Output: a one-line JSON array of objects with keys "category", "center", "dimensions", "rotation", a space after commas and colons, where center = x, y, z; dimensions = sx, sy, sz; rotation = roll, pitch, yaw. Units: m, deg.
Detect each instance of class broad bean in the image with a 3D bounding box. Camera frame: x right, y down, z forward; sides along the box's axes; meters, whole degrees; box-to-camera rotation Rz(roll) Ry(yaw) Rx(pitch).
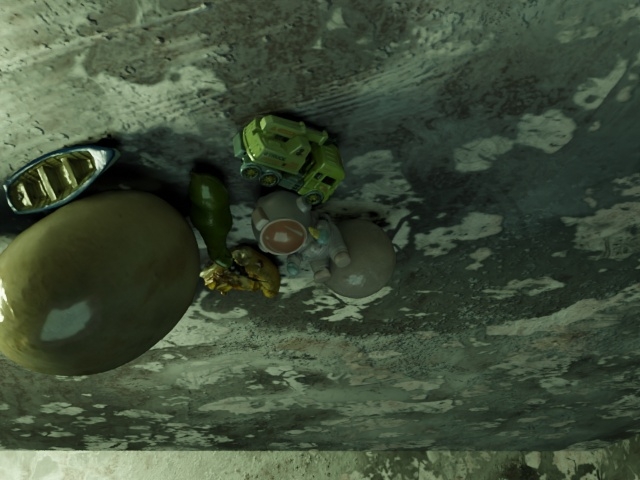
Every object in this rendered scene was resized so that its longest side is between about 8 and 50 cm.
[{"category": "broad bean", "center": [-0.171, -0.026, 1.276], "dimensions": [0.098, 0.056, 0.318], "rotation": [6, 150, 17]}]

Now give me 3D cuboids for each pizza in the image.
[{"category": "pizza", "center": [-0.161, 0.069, 1.477], "dimensions": [0.161, 0.062, 0.182], "rotation": [0, 155, 0]}]

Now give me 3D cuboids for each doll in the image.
[{"category": "doll", "center": [0.000, 0.000, 1.281], "dimensions": [0.287, 0.150, 0.151], "rotation": [27, 142, -34]}]

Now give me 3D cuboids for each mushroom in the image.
[{"category": "mushroom", "center": [-0.383, 0.051, 1.233], "dimensions": [0.362, 0.294, 0.362], "rotation": [-31, 157, -15]}]

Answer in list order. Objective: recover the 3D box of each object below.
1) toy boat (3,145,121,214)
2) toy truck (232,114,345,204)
[{"category": "toy boat", "center": [-0.386, -0.098, 1.129], "dimensions": [0.229, 0.080, 0.046], "rotation": [-20, -177, 26]}, {"category": "toy truck", "center": [-0.040, -0.125, 1.086], "dimensions": [0.169, 0.077, 0.100], "rotation": [21, 132, -32]}]
